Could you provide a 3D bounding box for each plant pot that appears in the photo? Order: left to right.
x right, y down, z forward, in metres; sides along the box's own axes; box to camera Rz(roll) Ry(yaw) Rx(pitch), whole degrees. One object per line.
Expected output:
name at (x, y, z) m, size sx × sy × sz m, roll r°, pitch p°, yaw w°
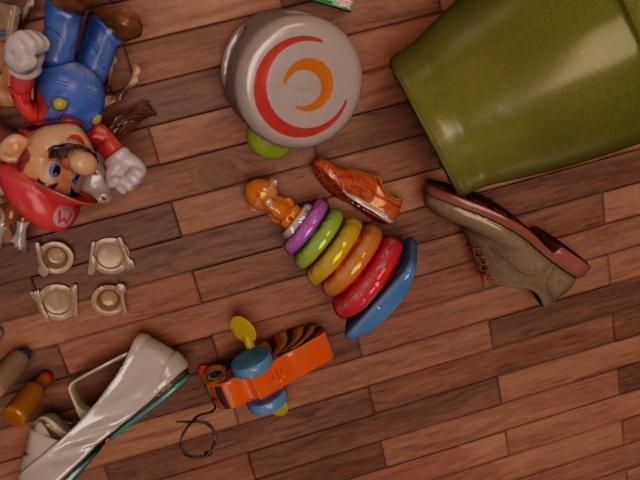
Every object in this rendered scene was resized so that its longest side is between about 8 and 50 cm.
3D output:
plant pot at (0.306, -0.245, 1.028) m, size 0.353 × 0.366 × 0.366 m, roll -28°, pitch 111°, yaw 11°

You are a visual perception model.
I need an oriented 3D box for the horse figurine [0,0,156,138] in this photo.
horse figurine at (-0.378, -0.225, 1.028) m, size 0.263 × 0.066 × 0.174 m, roll 32°, pitch 91°, yaw -15°

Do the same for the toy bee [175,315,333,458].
toy bee at (-0.135, 0.221, 1.187) m, size 0.298 × 0.162 × 0.195 m, roll -7°, pitch 101°, yaw -35°

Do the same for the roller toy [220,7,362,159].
roller toy at (-0.045, -0.245, 1.043) m, size 0.209 × 0.146 × 0.191 m, roll -29°, pitch 119°, yaw -7°

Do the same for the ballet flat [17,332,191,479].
ballet flat at (-0.396, 0.308, 1.172) m, size 0.400 × 0.139 × 0.139 m, roll -43°, pitch 110°, yaw 0°

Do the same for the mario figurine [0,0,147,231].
mario figurine at (-0.314, -0.167, 0.924) m, size 0.198 × 0.170 × 0.321 m, roll 13°, pitch 86°, yaw -16°

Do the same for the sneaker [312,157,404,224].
sneaker at (0.061, -0.092, 1.166) m, size 0.175 × 0.064 × 0.067 m, roll 32°, pitch 79°, yaw -23°

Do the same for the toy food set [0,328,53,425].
toy food set at (-0.559, 0.203, 1.128) m, size 0.232 × 0.104 × 0.111 m, roll 14°, pitch 119°, yaw 3°

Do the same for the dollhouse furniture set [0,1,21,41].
dollhouse furniture set at (-0.583, -0.201, 0.921) m, size 0.286 × 0.198 × 0.303 m, roll 20°, pitch 101°, yaw 20°

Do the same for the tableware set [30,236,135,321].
tableware set at (-0.387, 0.064, 1.140) m, size 0.168 × 0.020 × 0.141 m, roll -3°, pitch 108°, yaw -10°

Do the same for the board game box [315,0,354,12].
board game box at (-0.002, -0.466, 1.032) m, size 0.160 × 0.039 × 0.212 m, roll 13°, pitch 103°, yaw -8°

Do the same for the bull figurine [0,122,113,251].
bull figurine at (-0.467, -0.095, 1.026) m, size 0.310 × 0.101 × 0.188 m, roll 26°, pitch 89°, yaw -15°

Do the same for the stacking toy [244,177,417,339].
stacking toy at (0.000, 0.000, 1.140) m, size 0.302 × 0.166 × 0.175 m, roll 37°, pitch 109°, yaw -7°

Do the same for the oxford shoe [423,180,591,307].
oxford shoe at (0.306, 0.015, 1.208) m, size 0.348 × 0.123 × 0.130 m, roll 28°, pitch 105°, yaw -17°
